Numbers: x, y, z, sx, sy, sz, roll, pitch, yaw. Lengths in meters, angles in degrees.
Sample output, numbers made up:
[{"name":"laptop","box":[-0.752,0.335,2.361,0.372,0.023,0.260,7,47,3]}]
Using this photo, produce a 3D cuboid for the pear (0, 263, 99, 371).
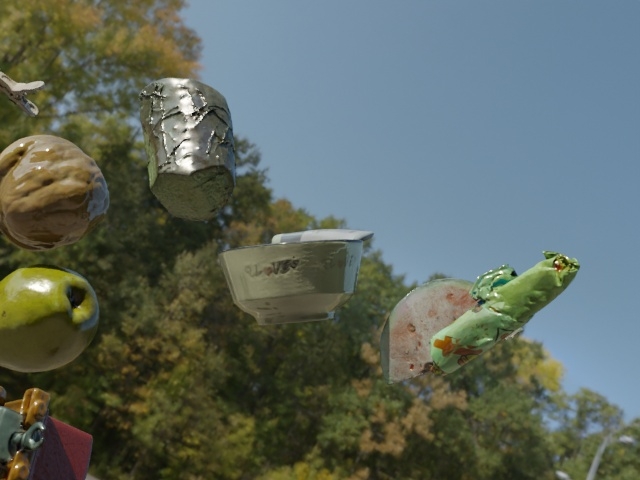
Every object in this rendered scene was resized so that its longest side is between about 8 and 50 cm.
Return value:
[{"name":"pear","box":[-0.655,0.183,1.816,0.307,0.253,0.253,-28,-49,23]}]

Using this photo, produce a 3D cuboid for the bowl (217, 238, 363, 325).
[{"name":"bowl","box":[-0.044,0.069,1.268,0.237,0.126,0.238,-4,-5,0]}]

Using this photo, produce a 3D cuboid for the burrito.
[{"name":"burrito","box":[0.273,0.102,1.241,0.054,0.288,0.104,18,38,-55]}]

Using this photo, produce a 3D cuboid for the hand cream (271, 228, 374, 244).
[{"name":"hand cream","box":[0.000,0.000,1.739,0.255,0.079,0.048,-4,-77,39]}]

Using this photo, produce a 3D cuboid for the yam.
[{"name":"yam","box":[-0.280,-0.194,1.704,0.201,0.271,0.202,-12,-34,17]}]

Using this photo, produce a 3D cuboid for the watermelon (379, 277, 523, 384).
[{"name":"watermelon","box":[0.265,0.197,1.796,0.175,0.321,0.188,118,-45,-72]}]

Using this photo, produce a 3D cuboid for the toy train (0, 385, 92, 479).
[{"name":"toy train","box":[-0.521,0.337,1.235,0.369,0.163,0.231,-16,-40,31]}]

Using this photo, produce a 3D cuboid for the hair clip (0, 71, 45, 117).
[{"name":"hair clip","box":[-0.603,-0.306,1.418,0.226,0.034,0.072,30,-57,-18]}]

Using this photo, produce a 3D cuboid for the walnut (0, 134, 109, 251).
[{"name":"walnut","box":[-0.646,-0.108,1.866,0.296,0.285,0.285,22,-18,43]}]
